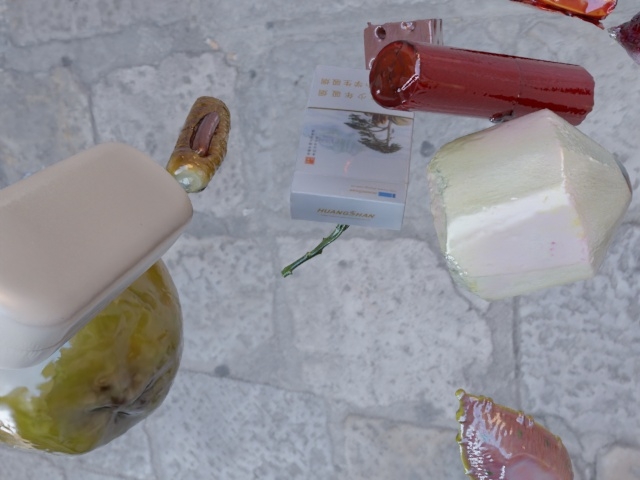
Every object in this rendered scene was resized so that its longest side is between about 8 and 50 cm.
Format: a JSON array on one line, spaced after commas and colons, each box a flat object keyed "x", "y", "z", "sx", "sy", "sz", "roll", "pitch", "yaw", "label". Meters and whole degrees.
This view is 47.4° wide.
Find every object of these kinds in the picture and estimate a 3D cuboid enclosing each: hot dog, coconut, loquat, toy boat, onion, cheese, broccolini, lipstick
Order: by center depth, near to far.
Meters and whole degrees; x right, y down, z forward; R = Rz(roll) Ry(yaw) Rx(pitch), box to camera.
[{"x": 0.174, "y": -0.031, "z": 0.600, "sx": 0.153, "sy": 0.147, "sz": 0.147, "roll": -16, "pitch": 99, "yaw": 16, "label": "coconut"}, {"x": 0.174, "y": -0.156, "z": 0.741, "sx": 0.073, "sy": 0.280, "sz": 0.073, "roll": 6, "pitch": 98, "yaw": 54, "label": "lipstick"}, {"x": -0.291, "y": 0.083, "z": 0.778, "sx": 0.284, "sy": 0.276, "sz": 0.276, "roll": 34, "pitch": 122, "yaw": 24, "label": "loquat"}, {"x": -0.147, "y": -0.131, "z": 0.932, "sx": 0.066, "sy": 0.215, "sz": 0.047, "roll": 25, "pitch": 122, "yaw": -12, "label": "hot dog"}, {"x": 0.293, "y": 0.329, "z": 1.069, "sx": 0.141, "sy": 0.099, "sz": 0.318, "roll": -42, "pitch": 122, "yaw": 3, "label": "toy boat"}, {"x": 0.006, "y": 0.002, "z": 1.293, "sx": 0.194, "sy": 0.052, "sz": 0.054, "roll": -50, "pitch": 43, "yaw": 15, "label": "broccolini"}, {"x": 0.681, "y": -0.415, "z": 1.469, "sx": 0.195, "sy": 0.159, "sz": 0.159, "roll": 5, "pitch": 110, "yaw": 23, "label": "onion"}, {"x": 0.230, "y": -0.452, "z": 1.682, "sx": 0.203, "sy": 0.177, "sz": 0.128, "roll": 8, "pitch": 111, "yaw": 46, "label": "cheese"}]

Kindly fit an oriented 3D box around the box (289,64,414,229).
[{"x": 0.049, "y": -0.129, "z": 0.983, "sx": 0.150, "sy": 0.233, "sz": 0.067, "roll": 6, "pitch": 147, "yaw": 6, "label": "box"}]

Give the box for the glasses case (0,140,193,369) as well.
[{"x": -0.142, "y": -0.001, "z": 0.423, "sx": 0.083, "sy": 0.196, "sz": 0.050, "roll": 40, "pitch": 116, "yaw": -2, "label": "glasses case"}]

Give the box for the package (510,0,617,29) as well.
[{"x": 0.503, "y": -0.628, "z": 1.421, "sx": 0.196, "sy": 0.123, "sz": 0.423, "roll": 11, "pitch": 89, "yaw": -8, "label": "package"}]
